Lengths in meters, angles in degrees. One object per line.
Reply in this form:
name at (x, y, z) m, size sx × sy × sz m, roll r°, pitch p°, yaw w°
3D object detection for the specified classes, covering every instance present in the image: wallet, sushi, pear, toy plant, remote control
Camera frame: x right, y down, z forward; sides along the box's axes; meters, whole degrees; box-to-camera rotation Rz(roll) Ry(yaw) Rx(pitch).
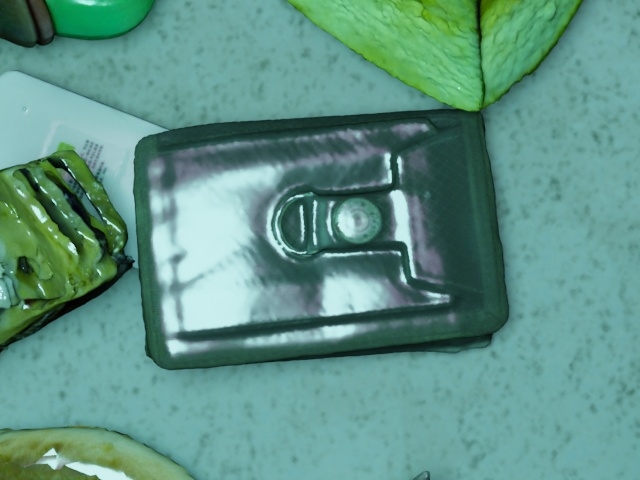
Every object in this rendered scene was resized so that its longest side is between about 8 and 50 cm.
wallet at (0.000, 0.000, 0.951) m, size 0.245 × 0.052 × 0.168 m, roll -5°, pitch 90°, yaw -8°
sushi at (-0.269, 0.034, 0.948) m, size 0.291 × 0.131 × 0.139 m, roll -31°, pitch 92°, yaw 22°
pear at (0.050, -0.252, 0.917) m, size 0.292 × 0.292 × 0.159 m, roll 37°, pitch 62°, yaw 6°
toy plant at (-0.189, -0.199, 0.982) m, size 0.200 × 0.105 × 0.143 m, roll -13°, pitch 73°, yaw -13°
remote control at (-0.126, -0.033, 0.995) m, size 0.250 × 0.034 × 0.103 m, roll 21°, pitch 88°, yaw 5°

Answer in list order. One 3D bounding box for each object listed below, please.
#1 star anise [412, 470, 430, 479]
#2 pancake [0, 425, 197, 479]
star anise at (0.032, 0.271, 0.919) m, size 0.236 × 0.093 × 0.229 m, roll -8°, pitch 93°, yaw -22°
pancake at (-0.215, 0.316, 0.964) m, size 0.382 × 0.071 × 0.382 m, roll 0°, pitch 86°, yaw 4°
